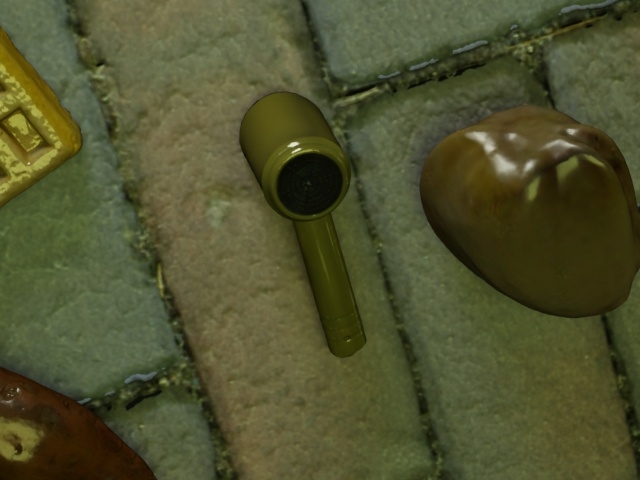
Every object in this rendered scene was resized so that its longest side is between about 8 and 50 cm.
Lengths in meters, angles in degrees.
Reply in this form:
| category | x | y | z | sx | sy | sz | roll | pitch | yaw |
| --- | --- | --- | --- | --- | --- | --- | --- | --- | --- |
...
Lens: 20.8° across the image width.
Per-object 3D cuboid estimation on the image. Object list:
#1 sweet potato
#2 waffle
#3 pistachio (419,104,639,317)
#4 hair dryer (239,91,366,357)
| category | x | y | z | sx | sy | sz | roll | pitch | yaw |
| --- | --- | --- | --- | --- | --- | --- | --- | --- | --- |
| sweet potato | -0.296 | 0.191 | 1.726 | 0.359 | 0.112 | 0.112 | 24 | 99 | -14 |
| waffle | -0.384 | -0.106 | 1.650 | 0.248 | 0.055 | 0.221 | -37 | 109 | 0 |
| pistachio | 0.216 | -0.016 | 1.758 | 0.212 | 0.163 | 0.261 | 1 | 132 | 27 |
| hair dryer | 0.000 | 0.000 | 1.730 | 0.090 | 0.135 | 0.279 | -19 | 118 | -5 |
